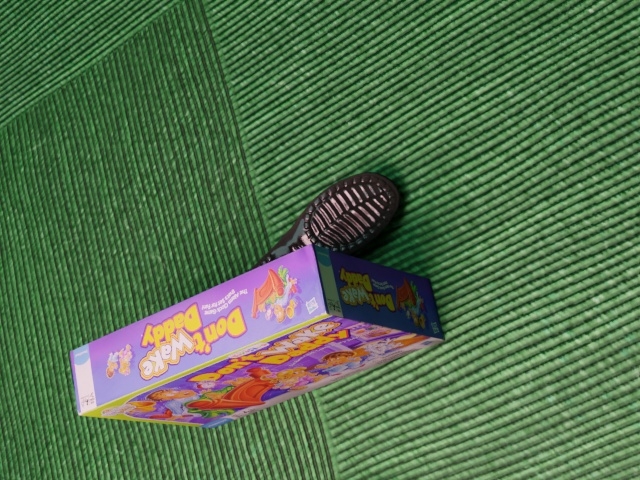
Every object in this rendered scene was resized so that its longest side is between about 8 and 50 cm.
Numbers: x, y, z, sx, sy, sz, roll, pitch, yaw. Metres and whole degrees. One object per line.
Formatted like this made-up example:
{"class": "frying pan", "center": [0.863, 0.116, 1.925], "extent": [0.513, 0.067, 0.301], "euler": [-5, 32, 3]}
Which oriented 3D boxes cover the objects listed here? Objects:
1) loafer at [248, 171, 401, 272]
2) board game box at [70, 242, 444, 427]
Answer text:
{"class": "loafer", "center": [0.000, 0.000, 1.456], "extent": [0.220, 0.078, 0.080], "euler": [-38, 85, 5]}
{"class": "board game box", "center": [-0.072, 0.118, 1.385], "extent": [0.347, 0.233, 0.078], "euler": [-24, 66, 30]}
